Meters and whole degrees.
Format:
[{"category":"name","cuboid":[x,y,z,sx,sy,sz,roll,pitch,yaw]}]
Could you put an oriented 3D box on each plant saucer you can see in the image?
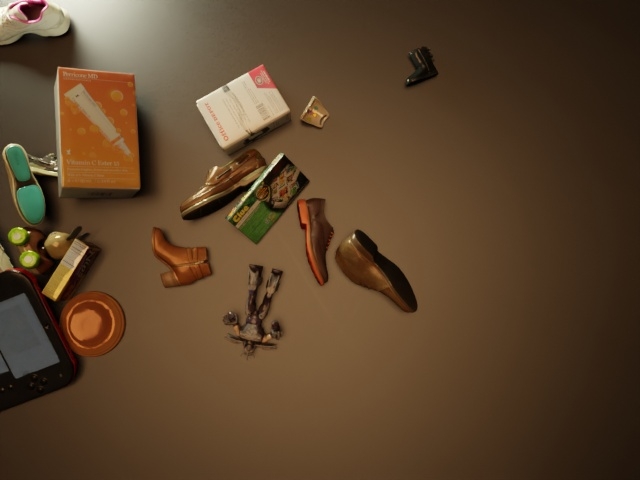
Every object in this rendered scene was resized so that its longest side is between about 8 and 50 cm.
[{"category":"plant saucer","cuboid":[-0.697,0.254,1.817,0.199,0.037,0.200,0,85,0]}]

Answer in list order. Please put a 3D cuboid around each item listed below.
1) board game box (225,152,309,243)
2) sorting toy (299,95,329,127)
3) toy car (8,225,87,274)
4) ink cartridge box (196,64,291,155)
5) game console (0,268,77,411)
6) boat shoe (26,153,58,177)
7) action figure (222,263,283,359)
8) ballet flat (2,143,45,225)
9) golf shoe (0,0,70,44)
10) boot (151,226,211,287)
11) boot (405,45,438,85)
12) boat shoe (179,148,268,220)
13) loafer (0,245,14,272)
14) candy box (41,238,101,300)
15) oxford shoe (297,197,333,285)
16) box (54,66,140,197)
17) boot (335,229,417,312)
[{"category":"board game box","cuboid":[-0.159,-0.126,1.819,0.260,0.030,0.136,-50,131,-5]},{"category":"sorting toy","cuboid":[-0.015,-0.394,1.877,0.075,0.045,0.083,32,85,-5]},{"category":"toy car","cuboid":[-0.796,0.003,1.787,0.188,0.155,0.149,-27,86,-12]},{"category":"ink cartridge box","cuboid":[-0.234,-0.398,1.843,0.237,0.100,0.172,-30,86,-4]},{"category":"game console","cuboid":[-0.936,0.299,1.754,0.341,0.060,0.387,-22,101,-3]},{"category":"boat shoe","cuboid":[-0.828,-0.231,1.835,0.223,0.080,0.074,8,90,5]},{"category":"action figure","cuboid":[-0.196,0.219,1.797,0.185,0.099,0.285,12,88,-5]},{"category":"ballet flat","cuboid":[-0.884,-0.162,1.778,0.086,0.086,0.249,-13,93,-2]},{"category":"golf shoe","cuboid":[-0.943,-0.688,1.843,0.306,0.140,0.115,-11,87,0]},{"category":"boot","cuboid":[-0.423,0.038,1.823,0.152,0.073,0.197,-16,98,-1]},{"category":"boot","cuboid":[0.307,-0.552,1.890,0.121,0.045,0.099,-23,88,-10]},{"category":"boat shoe","cuboid":[-0.303,-0.171,1.829,0.307,0.111,0.105,-30,82,-13]},{"category":"loafer","cuboid":[-1.003,0.051,1.802,0.101,0.092,0.269,-27,89,-4]},{"category":"candy box","cuboid":[-0.744,0.089,1.794,0.053,0.109,0.187,31,85,2]},{"category":"oxford shoe","cuboid":[0.000,0.000,1.818,0.098,0.097,0.272,-11,85,-7]},{"category":"box","cuboid":[-0.660,-0.307,1.764,0.214,0.168,0.346,-2,84,-27]},{"category":"boot","cuboid":[0.171,0.113,1.823,0.305,0.112,0.115,48,116,-1]}]
